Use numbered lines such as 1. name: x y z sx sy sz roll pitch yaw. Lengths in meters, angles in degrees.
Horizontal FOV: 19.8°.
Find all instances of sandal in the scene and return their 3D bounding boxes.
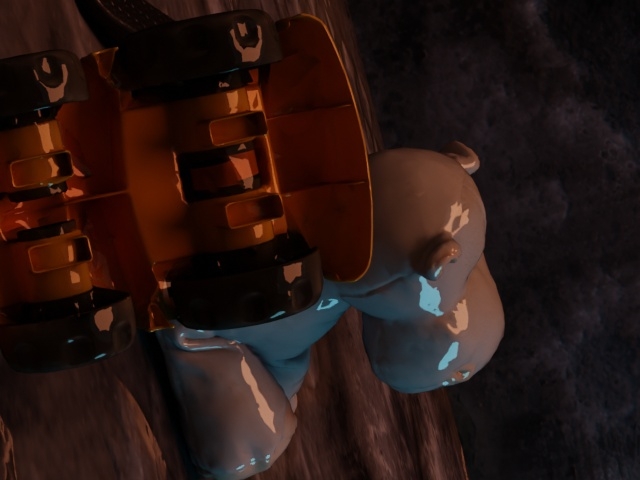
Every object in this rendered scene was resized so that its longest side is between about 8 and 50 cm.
1. sandal: -0.132 -0.142 1.324 0.179 0.040 0.067 41 27 -47

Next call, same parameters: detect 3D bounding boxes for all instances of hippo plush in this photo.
1. hippo plush: 0.000 0.000 1.244 0.234 0.237 0.294 -88 160 -57

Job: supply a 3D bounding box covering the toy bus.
1. toy bus: -0.114 -0.029 0.935 0.211 0.220 0.149 9 -69 66
